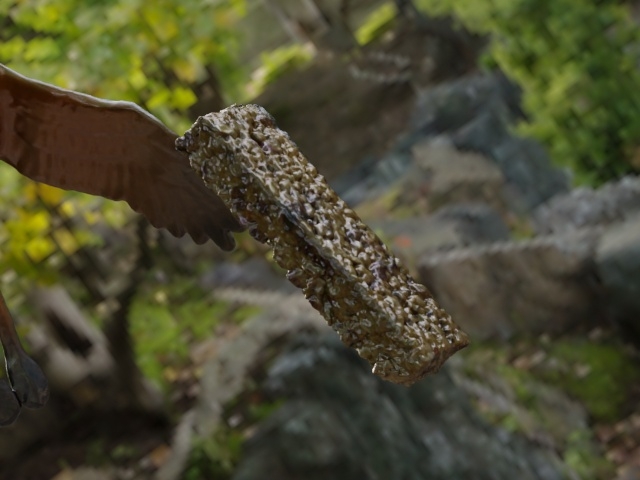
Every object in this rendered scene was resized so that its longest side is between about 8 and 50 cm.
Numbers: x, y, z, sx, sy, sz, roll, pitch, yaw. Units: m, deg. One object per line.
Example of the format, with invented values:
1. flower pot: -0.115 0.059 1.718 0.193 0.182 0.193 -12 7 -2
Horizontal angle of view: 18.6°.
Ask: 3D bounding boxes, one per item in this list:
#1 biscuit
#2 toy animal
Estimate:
1. biscuit: 0.000 0.000 1.112 0.034 0.199 0.064 -50 -14 32
2. toy animal: -0.233 -0.047 1.328 0.225 0.302 0.284 -27 -6 -28
